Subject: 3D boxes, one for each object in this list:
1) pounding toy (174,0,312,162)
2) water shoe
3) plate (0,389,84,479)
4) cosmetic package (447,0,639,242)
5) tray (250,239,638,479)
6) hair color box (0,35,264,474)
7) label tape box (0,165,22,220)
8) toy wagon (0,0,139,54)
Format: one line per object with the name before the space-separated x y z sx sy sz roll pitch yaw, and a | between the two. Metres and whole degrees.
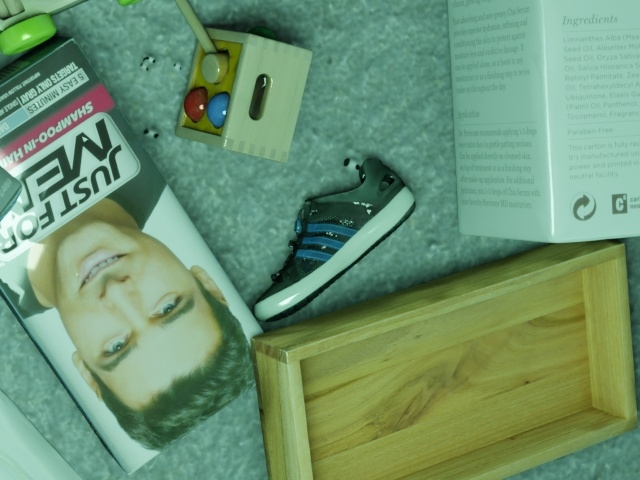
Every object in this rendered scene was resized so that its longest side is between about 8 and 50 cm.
pounding toy | -0.088 -0.159 1.859 0.100 0.130 0.141 12 93 -30
water shoe | 0.000 0.000 1.938 0.203 0.073 0.080 -39 84 -14
plate | -0.333 0.323 1.875 0.278 0.045 0.277 -43 106 -9
cosmetic package | 0.234 -0.230 1.874 0.161 0.230 0.453 -5 94 -19
tray | 0.131 0.142 1.924 0.411 0.076 0.203 -16 108 -29
hair color box | -0.216 0.013 1.838 0.185 0.113 0.374 -35 106 -11
label tape box | -0.474 -0.055 1.683 0.347 0.115 0.249 39 112 -12
toy wagon | -0.305 -0.306 1.779 0.344 0.068 0.267 -25 92 -12
